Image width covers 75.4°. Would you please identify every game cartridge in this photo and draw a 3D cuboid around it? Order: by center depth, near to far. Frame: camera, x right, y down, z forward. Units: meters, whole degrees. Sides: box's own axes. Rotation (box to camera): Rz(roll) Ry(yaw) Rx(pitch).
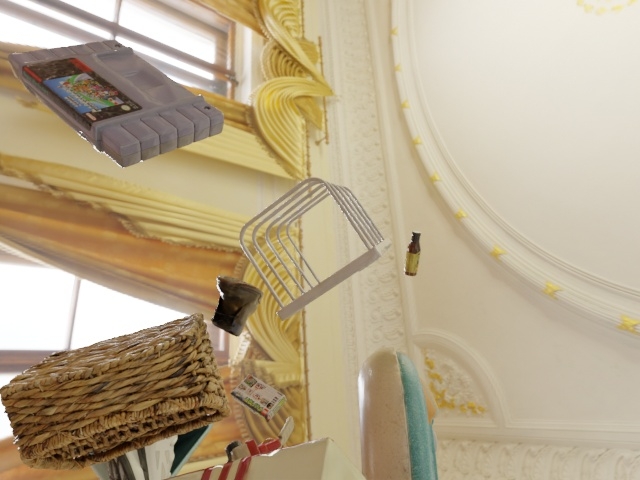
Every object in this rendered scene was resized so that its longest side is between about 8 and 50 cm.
[{"bbox_3d":[-0.389,-0.281,0.790,0.355,0.230,0.068,37,-48,19],"label":"game cartridge"}]

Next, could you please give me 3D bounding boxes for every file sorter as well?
[{"bbox_3d":[0.000,0.000,0.779,0.192,0.277,0.173,-35,-94,13],"label":"file sorter"}]

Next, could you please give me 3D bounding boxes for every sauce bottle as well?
[{"bbox_3d":[0.266,0.037,1.185,0.042,0.042,0.128,30,-61,54],"label":"sauce bottle"}]

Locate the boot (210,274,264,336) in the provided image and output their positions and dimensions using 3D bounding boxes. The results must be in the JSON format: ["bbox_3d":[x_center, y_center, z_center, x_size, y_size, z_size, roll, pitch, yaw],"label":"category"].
[{"bbox_3d":[-0.167,0.133,0.808,0.219,0.082,0.106,74,36,-74],"label":"boot"}]

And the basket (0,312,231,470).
[{"bbox_3d":[-0.312,0.276,0.678,0.213,0.299,0.223,-175,-109,-78],"label":"basket"}]

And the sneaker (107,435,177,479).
[{"bbox_3d":[-0.326,0.417,0.914,0.169,0.257,0.448,-7,-85,47],"label":"sneaker"}]

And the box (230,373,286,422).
[{"bbox_3d":[-0.249,0.623,1.651,0.206,0.114,0.036,17,-46,37],"label":"box"}]

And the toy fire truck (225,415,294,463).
[{"bbox_3d":[-0.172,0.705,1.335,0.158,0.246,0.217,42,-43,51],"label":"toy fire truck"}]

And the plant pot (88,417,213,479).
[{"bbox_3d":[-0.512,0.544,1.153,0.252,0.247,0.248,-35,-87,19],"label":"plant pot"}]

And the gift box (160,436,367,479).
[{"bbox_3d":[-0.064,0.331,0.294,0.255,0.276,0.258,-31,-160,24],"label":"gift box"}]

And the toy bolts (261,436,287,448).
[{"bbox_3d":[-0.184,0.809,1.380,0.228,0.158,0.218,-32,-91,17],"label":"toy bolts"}]

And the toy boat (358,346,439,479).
[{"bbox_3d":[0.140,0.327,0.693,0.318,0.148,0.268,79,9,-61],"label":"toy boat"}]
